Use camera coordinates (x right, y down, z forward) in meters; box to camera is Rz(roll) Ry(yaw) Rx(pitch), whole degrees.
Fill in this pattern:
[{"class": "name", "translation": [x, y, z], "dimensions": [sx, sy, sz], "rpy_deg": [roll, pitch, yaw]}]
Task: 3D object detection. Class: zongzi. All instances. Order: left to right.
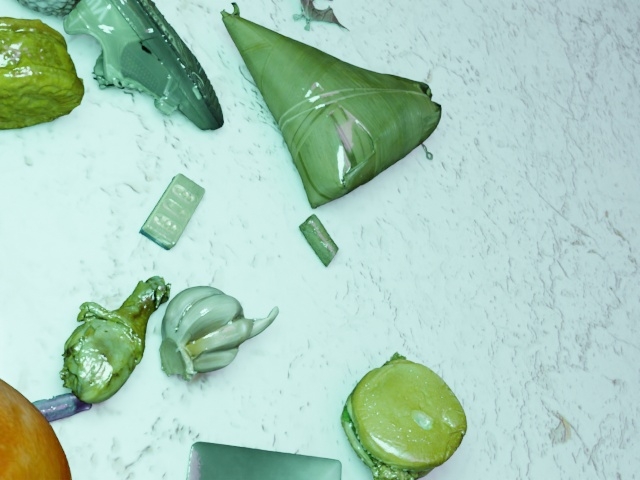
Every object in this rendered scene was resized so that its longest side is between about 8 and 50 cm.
[{"class": "zongzi", "translation": [0.066, -0.306, 1.247], "dimensions": [0.447, 0.181, 0.418], "rpy_deg": [-33, 92, -41]}]

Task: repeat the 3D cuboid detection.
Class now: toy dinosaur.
[{"class": "toy dinosaur", "translation": [-0.022, -0.487, 1.341], "dimensions": [0.220, 0.032, 0.108], "rpy_deg": [29, 54, -34]}]

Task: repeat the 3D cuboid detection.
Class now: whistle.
[{"class": "whistle", "translation": [-0.378, 0.224, 0.816], "dimensions": [0.176, 0.033, 0.033], "rpy_deg": [-9, 78, -37]}]

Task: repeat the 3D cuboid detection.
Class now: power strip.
[{"class": "power strip", "translation": [-0.231, -0.049, 1.023], "dimensions": [0.056, 0.032, 0.123], "rpy_deg": [36, 55, -20]}]

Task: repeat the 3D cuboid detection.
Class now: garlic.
[{"class": "garlic", "translation": [-0.143, 0.122, 0.954], "dimensions": [0.194, 0.131, 0.127], "rpy_deg": [-14, 83, -29]}]

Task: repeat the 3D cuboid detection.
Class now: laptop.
[{"class": "laptop", "translation": [-0.082, 0.410, 0.962], "dimensions": [0.269, 0.015, 0.187], "rpy_deg": [18, 63, -29]}]

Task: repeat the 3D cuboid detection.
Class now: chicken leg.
[{"class": "chicken leg", "translation": [-0.282, 0.122, 0.892], "dimensions": [0.103, 0.088, 0.227], "rpy_deg": [18, 46, 2]}]

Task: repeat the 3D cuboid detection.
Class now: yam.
[{"class": "yam", "translation": [0.000, 0.000, 1.160], "dimensions": [0.043, 0.043, 0.094], "rpy_deg": [-40, 97, -38]}]

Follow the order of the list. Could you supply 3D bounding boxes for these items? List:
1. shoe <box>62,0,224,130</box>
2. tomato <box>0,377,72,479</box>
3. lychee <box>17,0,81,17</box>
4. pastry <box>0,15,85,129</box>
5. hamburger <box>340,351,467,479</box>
[{"class": "shoe", "translation": [-0.285, -0.272, 1.036], "dimensions": [0.293, 0.149, 0.109], "rpy_deg": [56, 11, -38]}, {"class": "tomato", "translation": [-0.409, 0.237, 0.606], "dimensions": [0.341, 0.341, 0.272], "rpy_deg": [-13, 66, -38]}, {"class": "lychee", "translation": [-0.395, -0.417, 0.967], "dimensions": [0.197, 0.165, 0.165], "rpy_deg": [20, 62, -18]}, {"class": "pastry", "translation": [-0.419, -0.217, 0.862], "dimensions": [0.189, 0.189, 0.103], "rpy_deg": [-13, 85, -38]}, {"class": "hamburger", "translation": [0.128, 0.304, 1.068], "dimensions": [0.189, 0.122, 0.215], "rpy_deg": [37, 44, 12]}]
